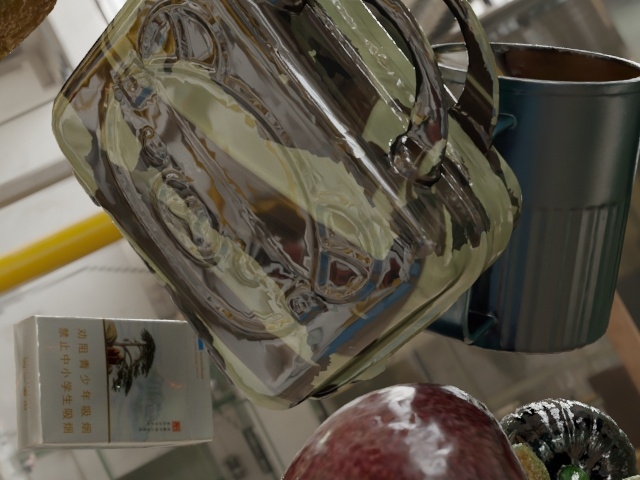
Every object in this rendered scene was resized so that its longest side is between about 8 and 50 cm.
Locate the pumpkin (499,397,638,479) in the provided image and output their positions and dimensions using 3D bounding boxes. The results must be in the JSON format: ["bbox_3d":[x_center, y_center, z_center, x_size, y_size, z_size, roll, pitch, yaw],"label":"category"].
[{"bbox_3d":[0.380,0.372,1.944,0.248,0.248,0.248,-27,-7,-3],"label":"pumpkin"}]

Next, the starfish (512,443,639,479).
[{"bbox_3d":[0.252,0.400,1.614,0.358,0.078,0.347,8,-49,-30],"label":"starfish"}]

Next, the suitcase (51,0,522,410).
[{"bbox_3d":[-0.007,-0.079,0.966,0.339,0.351,0.194,-44,-8,40],"label":"suitcase"}]

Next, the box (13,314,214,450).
[{"bbox_3d":[-0.239,0.168,1.466,0.233,0.149,0.067,6,-15,-38],"label":"box"}]

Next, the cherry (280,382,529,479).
[{"bbox_3d":[0.080,0.254,1.210,0.300,0.230,0.203,-16,-38,-19],"label":"cherry"}]

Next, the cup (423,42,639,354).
[{"bbox_3d":[0.212,-0.039,1.304,0.242,0.292,0.308,3,19,-3],"label":"cup"}]

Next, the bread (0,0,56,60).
[{"bbox_3d":[-0.432,-0.305,1.533,0.328,0.148,0.337,-56,5,-34],"label":"bread"}]
